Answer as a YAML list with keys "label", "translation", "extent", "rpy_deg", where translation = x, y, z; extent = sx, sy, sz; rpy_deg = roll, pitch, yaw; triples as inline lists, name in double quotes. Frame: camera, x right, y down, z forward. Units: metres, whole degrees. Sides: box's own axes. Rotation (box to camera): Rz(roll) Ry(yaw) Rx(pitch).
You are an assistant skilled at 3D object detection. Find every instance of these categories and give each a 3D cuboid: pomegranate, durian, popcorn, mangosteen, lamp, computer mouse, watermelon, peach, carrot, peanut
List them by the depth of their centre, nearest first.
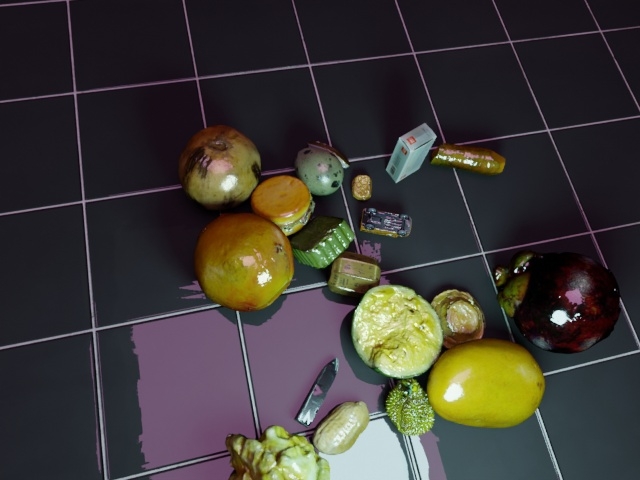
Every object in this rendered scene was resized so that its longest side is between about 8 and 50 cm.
- label: "popcorn"
  translation: [-0.127, 0.715, 1.513]
  extent: [0.279, 0.274, 0.335]
  rpy_deg: [-1, 24, -33]
- label: "peanut"
  translation: [0.076, 0.629, 1.652]
  extent: [0.224, 0.129, 0.129]
  rpy_deg: [-36, 78, -19]
- label: "durian"
  translation: [0.305, 0.563, 1.683]
  extent: [0.146, 0.159, 0.198]
  rpy_deg: [-15, 82, -44]
- label: "peach"
  translation: [-0.276, 0.070, 1.718]
  extent: [0.373, 0.373, 0.290]
  rpy_deg: [47, 34, 11]
- label: "watermelon"
  translation: [0.253, 0.327, 1.749]
  extent: [0.330, 0.189, 0.331]
  rpy_deg: [7, 68, -18]
- label: "mangosteen"
  translation: [0.846, 0.213, 1.782]
  extent: [0.380, 0.421, 0.381]
  rpy_deg: [-8, 106, -30]
- label: "lamp"
  translation: [0.121, 0.126, 1.821]
  extent: [0.185, 0.161, 0.161]
  rpy_deg: [15, 69, -8]
- label: "pomegranate"
  translation: [-0.374, -0.267, 1.842]
  extent: [0.322, 0.322, 0.322]
  rpy_deg: [2, 70, -6]
- label: "computer mouse"
  translation: [0.039, -0.362, 2.027]
  extent: [0.199, 0.102, 0.045]
  rpy_deg: [32, 108, 6]
- label: "carrot"
  translation: [0.619, -0.345, 2.072]
  extent: [0.301, 0.114, 0.114]
  rpy_deg: [11, 69, -1]

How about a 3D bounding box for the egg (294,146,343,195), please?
- label: "egg"
  translation: [-0.013, -0.278, 1.943]
  extent: [0.177, 0.177, 0.228]
  rpy_deg: [-39, 62, -18]

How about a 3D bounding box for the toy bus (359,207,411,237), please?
- label: "toy bus"
  translation: [0.255, -0.063, 1.940]
  extent: [0.194, 0.088, 0.083]
  rpy_deg: [11, 70, 0]

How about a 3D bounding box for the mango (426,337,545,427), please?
- label: "mango"
  translation: [0.554, 0.485, 1.669]
  extent: [0.445, 0.232, 0.300]
  rpy_deg: [0, 90, -21]

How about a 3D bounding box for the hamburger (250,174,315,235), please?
- label: "hamburger"
  translation: [-0.139, -0.119, 1.864]
  extent: [0.246, 0.170, 0.246]
  rpy_deg: [-2, 51, 3]

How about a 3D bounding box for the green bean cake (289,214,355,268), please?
- label: "green bean cake"
  translation: [0.000, 0.000, 1.824]
  extent: [0.200, 0.214, 0.113]
  rpy_deg: [-42, 116, -17]

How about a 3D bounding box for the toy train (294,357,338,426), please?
- label: "toy train"
  translation: [-0.004, 0.523, 1.723]
  extent: [0.055, 0.048, 0.252]
  rpy_deg: [35, 64, -4]

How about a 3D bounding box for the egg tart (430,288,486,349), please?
- label: "egg tart"
  translation: [0.513, 0.293, 1.834]
  extent: [0.241, 0.106, 0.241]
  rpy_deg: [3, 73, -9]

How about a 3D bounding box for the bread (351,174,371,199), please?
- label: "bread"
  translation: [0.168, -0.216, 2.009]
  extent: [0.083, 0.044, 0.111]
  rpy_deg: [6, 72, -3]

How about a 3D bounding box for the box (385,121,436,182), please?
- label: "box"
  translation: [0.357, -0.345, 1.957]
  extent: [0.135, 0.269, 0.079]
  rpy_deg: [-32, 76, -14]
